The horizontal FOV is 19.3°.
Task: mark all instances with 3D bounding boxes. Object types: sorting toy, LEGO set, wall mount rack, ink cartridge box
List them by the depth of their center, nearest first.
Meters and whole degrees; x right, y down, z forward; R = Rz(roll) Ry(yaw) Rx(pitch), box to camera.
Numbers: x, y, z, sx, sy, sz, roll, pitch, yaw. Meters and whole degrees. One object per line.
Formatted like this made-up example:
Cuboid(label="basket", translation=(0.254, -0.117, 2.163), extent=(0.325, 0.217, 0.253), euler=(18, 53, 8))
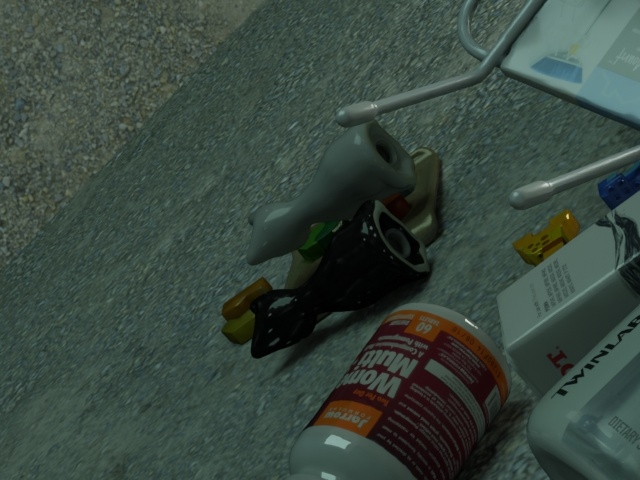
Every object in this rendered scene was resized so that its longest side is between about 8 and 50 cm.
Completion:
Cuboid(label="ink cartridge box", translation=(0.258, 0.048, 1.236), extent=(0.237, 0.172, 0.100), euler=(-37, 17, 13))
Cuboid(label="LEGO set", translation=(0.228, 0.012, 1.543), extent=(0.227, 0.087, 0.093), euler=(-36, 17, 18))
Cuboid(label="wall mount rack", translation=(0.198, -0.152, 1.577), extent=(0.350, 0.130, 0.304), euler=(28, 77, 42))
Cuboid(label="sorting toy", translation=(0.002, 0.018, 2.090), extent=(0.307, 0.041, 0.229), euler=(-35, 17, 16))

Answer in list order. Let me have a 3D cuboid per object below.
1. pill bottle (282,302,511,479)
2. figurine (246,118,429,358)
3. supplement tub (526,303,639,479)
Cuboid(label="pill bottle", translation=(0.051, 0.163, 1.481), extent=(0.121, 0.121, 0.221), euler=(-18, 27, 51))
Cuboid(label="figurine", translation=(0.000, 0.000, 1.971), extent=(0.209, 0.092, 0.215), euler=(-35, 38, 27))
Cuboid(label="supplement tub", translation=(0.299, 0.064, 1.052), extent=(0.338, 0.207, 0.207), euler=(-43, 17, -7))
